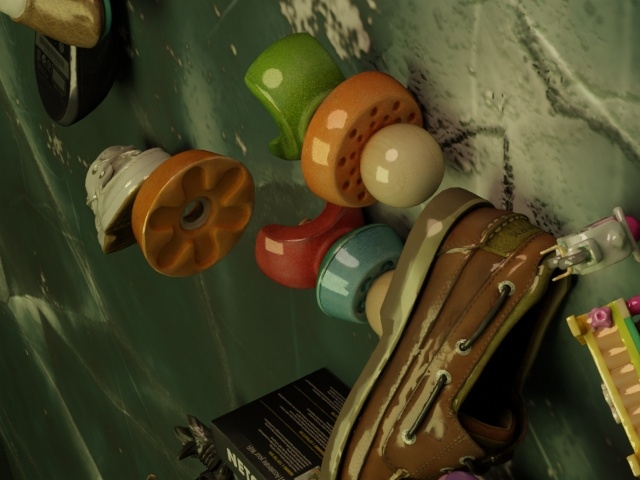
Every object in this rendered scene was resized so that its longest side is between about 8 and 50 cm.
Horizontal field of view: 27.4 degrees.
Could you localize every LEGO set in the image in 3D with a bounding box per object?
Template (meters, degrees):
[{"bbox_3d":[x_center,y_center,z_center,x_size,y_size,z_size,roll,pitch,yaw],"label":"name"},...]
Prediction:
[{"bbox_3d":[0.231,0.112,0.748,0.287,0.107,0.132,64,-169,-6],"label":"LEGO set"}]

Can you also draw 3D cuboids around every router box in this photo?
[{"bbox_3d":[-0.003,0.200,1.223,0.179,0.133,0.046,36,142,49],"label":"router box"}]

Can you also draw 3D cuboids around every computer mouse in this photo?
[{"bbox_3d":[-0.254,-0.248,1.427,0.188,0.072,0.272,49,138,38],"label":"computer mouse"}]

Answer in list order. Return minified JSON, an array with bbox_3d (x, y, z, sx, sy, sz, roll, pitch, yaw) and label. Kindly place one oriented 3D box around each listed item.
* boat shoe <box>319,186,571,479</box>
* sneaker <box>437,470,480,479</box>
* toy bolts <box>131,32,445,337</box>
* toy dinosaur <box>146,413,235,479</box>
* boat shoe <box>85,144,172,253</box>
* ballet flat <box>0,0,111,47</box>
[{"bbox_3d":[0.084,0.122,0.913,0.104,0.110,0.307,29,118,31],"label":"boat shoe"},{"bbox_3d":[0.178,0.224,0.864,0.236,0.104,0.095,36,150,11],"label":"sneaker"},{"bbox_3d":[0.000,0.000,0.985,0.158,0.218,0.228,37,162,37],"label":"toy bolts"},{"bbox_3d":[-0.139,0.344,1.494,0.322,0.218,0.164,20,124,3],"label":"toy dinosaur"},{"bbox_3d":[-0.225,-0.062,1.487,0.096,0.098,0.277,63,157,5],"label":"boat shoe"},{"bbox_3d":[-0.332,-0.315,1.339,0.342,0.124,0.116,59,142,29],"label":"ballet flat"}]
